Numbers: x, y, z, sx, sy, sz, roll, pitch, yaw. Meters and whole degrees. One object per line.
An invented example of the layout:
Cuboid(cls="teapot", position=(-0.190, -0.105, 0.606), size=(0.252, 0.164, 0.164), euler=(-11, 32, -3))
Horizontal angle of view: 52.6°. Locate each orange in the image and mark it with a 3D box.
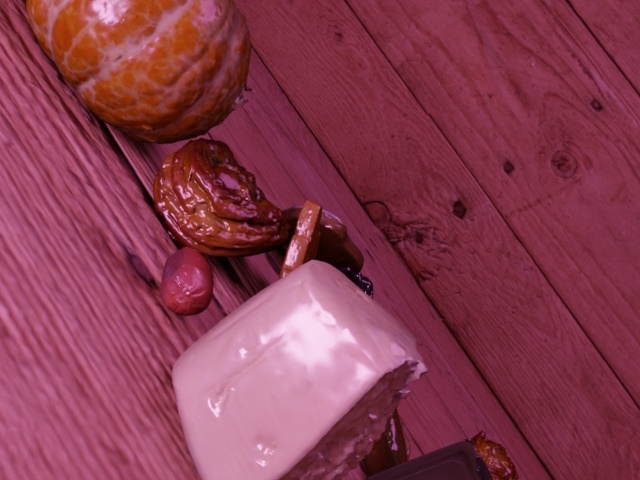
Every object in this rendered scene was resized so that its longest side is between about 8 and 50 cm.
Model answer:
Cuboid(cls="orange", position=(-0.242, -0.296, 0.909), size=(0.329, 0.249, 0.329), euler=(57, 4, -7))

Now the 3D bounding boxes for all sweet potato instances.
Cuboid(cls="sweet potato", position=(0.090, 0.282, 1.011), size=(0.077, 0.077, 0.244), euler=(47, 21, -33))

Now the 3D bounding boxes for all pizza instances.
Cuboid(cls="pizza", position=(0.448, 0.580, 1.640), size=(0.229, 0.081, 0.289), euler=(49, 14, -27))

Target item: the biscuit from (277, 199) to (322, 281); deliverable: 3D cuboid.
Cuboid(cls="biscuit", position=(-0.042, 0.059, 0.988), size=(0.041, 0.212, 0.239), euler=(15, 36, 5))

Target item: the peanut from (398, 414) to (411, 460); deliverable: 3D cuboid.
Cuboid(cls="peanut", position=(0.121, 0.330, 1.085), size=(0.054, 0.054, 0.113), euler=(47, 13, -34))

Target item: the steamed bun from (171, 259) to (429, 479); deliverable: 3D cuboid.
Cuboid(cls="steamed bun", position=(-0.008, 0.142, 0.629), size=(0.200, 0.225, 0.170), euler=(58, 11, 27))

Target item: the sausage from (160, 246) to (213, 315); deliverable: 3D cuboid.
Cuboid(cls="sausage", position=(-0.154, 0.046, 0.739), size=(0.054, 0.059, 0.094), euler=(59, 7, -29))

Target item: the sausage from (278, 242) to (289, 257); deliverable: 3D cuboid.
Cuboid(cls="sausage", position=(-0.088, -0.003, 1.267), size=(0.198, 0.025, 0.028), euler=(50, 27, -23))

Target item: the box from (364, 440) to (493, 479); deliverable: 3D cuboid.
Cuboid(cls="box", position=(0.148, 0.356, 0.842), size=(0.124, 0.172, 0.093), euler=(-107, 174, -56))

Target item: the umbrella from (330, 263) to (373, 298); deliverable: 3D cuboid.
Cuboid(cls="umbrella", position=(0.040, 0.137, 1.136), size=(0.154, 0.128, 0.336), euler=(55, 14, -7))

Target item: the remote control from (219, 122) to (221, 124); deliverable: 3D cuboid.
Cuboid(cls="remote control", position=(-0.294, -0.368, 1.509), size=(0.245, 0.022, 0.077), euler=(59, 14, 17))

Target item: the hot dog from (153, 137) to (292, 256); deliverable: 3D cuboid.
Cuboid(cls="hot dog", position=(-0.135, -0.052, 0.963), size=(0.196, 0.122, 0.272), euler=(50, 11, 10))

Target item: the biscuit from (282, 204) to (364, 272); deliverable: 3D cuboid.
Cuboid(cls="biscuit", position=(0.000, 0.000, 1.281), size=(0.181, 0.049, 0.208), euler=(6, -31, 38))
